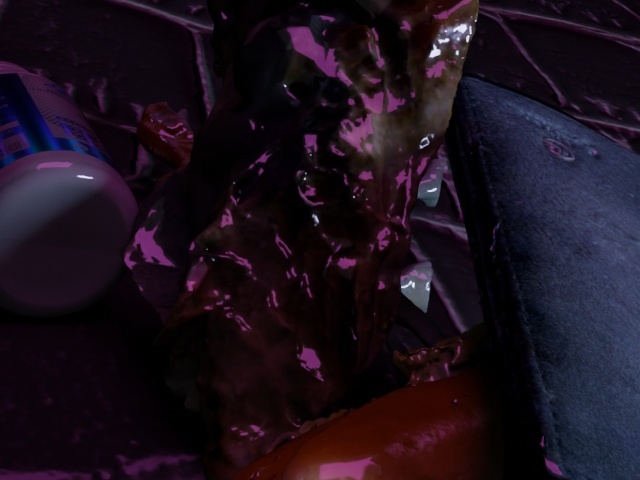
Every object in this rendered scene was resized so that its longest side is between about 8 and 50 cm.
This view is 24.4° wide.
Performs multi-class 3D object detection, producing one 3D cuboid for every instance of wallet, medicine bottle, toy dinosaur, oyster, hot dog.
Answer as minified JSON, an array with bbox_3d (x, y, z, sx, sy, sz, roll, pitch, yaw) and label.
[{"bbox_3d":[0.153,0.041,0.738,0.190,0.046,0.379,28,29,-17],"label":"wallet"},{"bbox_3d":[-0.188,-0.041,0.931,0.107,0.107,0.191,2,27,-27],"label":"medicine bottle"},{"bbox_3d":[0.000,0.000,0.974,0.205,0.092,0.393,6,27,-20],"label":"toy dinosaur"},{"bbox_3d":[-0.039,-0.036,0.851,0.096,0.361,0.221,29,-21,-32],"label":"oyster"},{"bbox_3d":[0.071,0.100,0.749,0.337,0.135,0.100,-14,70,-46],"label":"hot dog"}]
